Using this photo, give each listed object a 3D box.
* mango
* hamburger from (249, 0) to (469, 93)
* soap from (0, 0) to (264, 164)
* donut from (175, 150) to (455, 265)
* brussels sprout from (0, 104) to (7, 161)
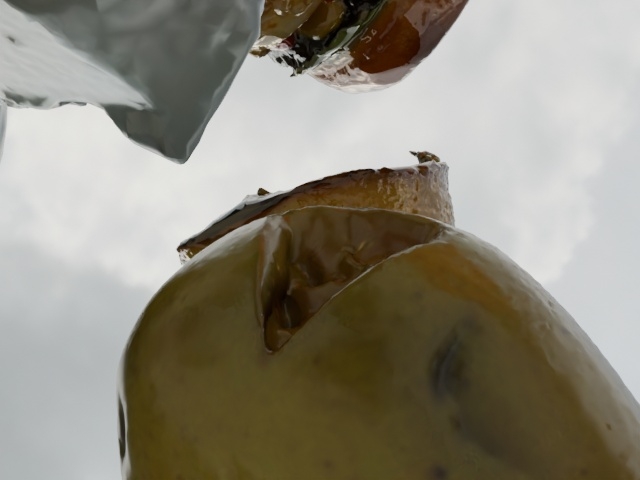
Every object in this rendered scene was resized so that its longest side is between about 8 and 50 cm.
[{"bbox_3d":[0.063,0.139,0.835,0.365,0.182,0.253,36,-51,12],"label":"mango"},{"bbox_3d":[-0.005,-0.305,1.615,0.330,0.250,0.330,-42,-140,50],"label":"hamburger"},{"bbox_3d":[-0.102,-0.191,0.514,0.258,0.159,0.302,3,-111,52],"label":"soap"},{"bbox_3d":[0.002,-0.001,1.566,0.253,0.253,0.118,-16,-94,25],"label":"donut"},{"bbox_3d":[-0.421,-0.101,1.365,0.425,0.361,0.342,118,-17,-51],"label":"brussels sprout"}]
